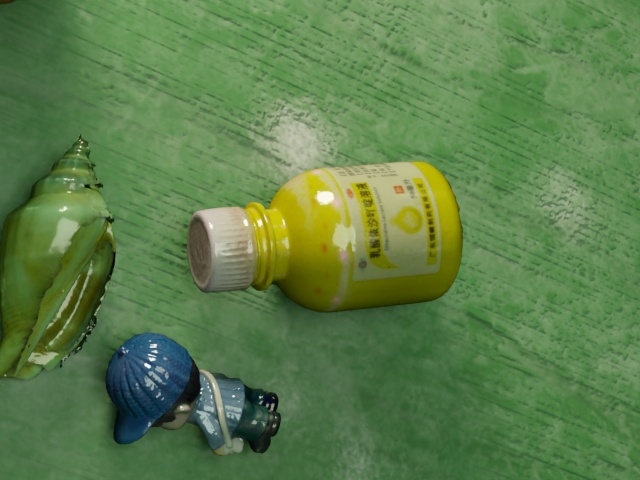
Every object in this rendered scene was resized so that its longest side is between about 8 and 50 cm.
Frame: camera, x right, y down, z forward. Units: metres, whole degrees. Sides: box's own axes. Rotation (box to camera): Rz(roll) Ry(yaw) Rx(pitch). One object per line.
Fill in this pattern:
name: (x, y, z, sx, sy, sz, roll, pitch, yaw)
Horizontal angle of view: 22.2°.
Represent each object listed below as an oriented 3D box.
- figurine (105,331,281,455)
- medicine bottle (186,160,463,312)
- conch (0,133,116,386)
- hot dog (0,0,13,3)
figurine: (-0.104, 0.130, 1.323, 0.149, 0.087, 0.086, 18, 41, -21)
medicine bottle: (0.000, 0.000, 1.353, 0.213, 0.122, 0.121, -5, 87, -23)
conch: (-0.208, 0.016, 1.291, 0.095, 0.079, 0.200, 4, 100, -35)
hot dog: (-0.335, -0.319, 1.174, 0.365, 0.196, 0.367, 50, 40, -7)
